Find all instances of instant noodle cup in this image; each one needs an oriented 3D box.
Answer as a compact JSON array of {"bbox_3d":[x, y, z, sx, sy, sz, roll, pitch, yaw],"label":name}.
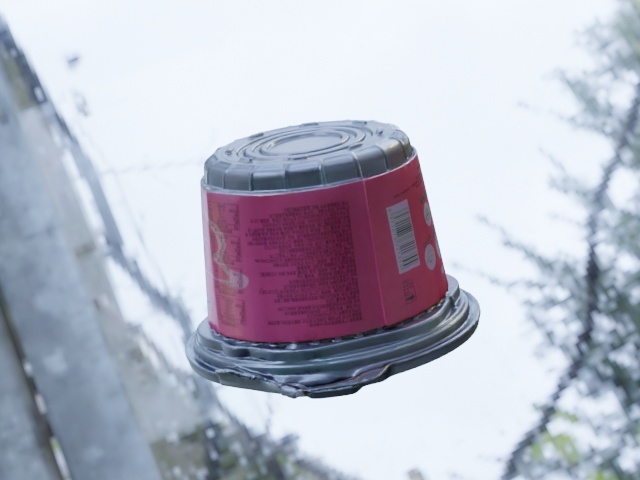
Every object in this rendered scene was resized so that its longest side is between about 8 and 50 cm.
[{"bbox_3d":[0.000,0.000,1.521,0.258,0.302,0.182,-10,-75,-9],"label":"instant noodle cup"}]
